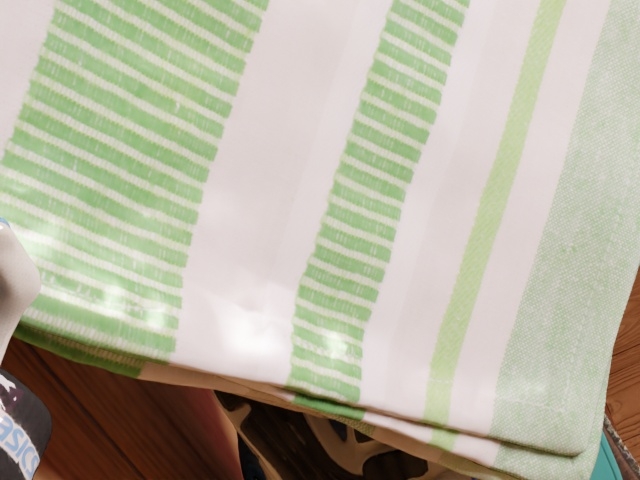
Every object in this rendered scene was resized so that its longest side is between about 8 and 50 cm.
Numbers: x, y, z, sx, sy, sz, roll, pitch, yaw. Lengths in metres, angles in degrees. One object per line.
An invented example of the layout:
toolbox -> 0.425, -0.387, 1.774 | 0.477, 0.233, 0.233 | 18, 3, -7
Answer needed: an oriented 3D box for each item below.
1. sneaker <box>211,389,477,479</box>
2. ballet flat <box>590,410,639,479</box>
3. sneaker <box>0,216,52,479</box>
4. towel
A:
sneaker -> 0.030, 0.134, 0.670 | 0.147, 0.129, 0.330 | 54, 23, -79
ballet flat -> 0.241, 0.265, 1.348 | 0.483, 0.164, 0.182 | 61, -8, -10
sneaker -> -0.105, 0.074, 0.328 | 0.085, 0.086, 0.237 | 57, 15, -38
towel -> 0.009, -0.054, 0.530 | 0.324, 0.248, 0.038 | 19, -6, -33
